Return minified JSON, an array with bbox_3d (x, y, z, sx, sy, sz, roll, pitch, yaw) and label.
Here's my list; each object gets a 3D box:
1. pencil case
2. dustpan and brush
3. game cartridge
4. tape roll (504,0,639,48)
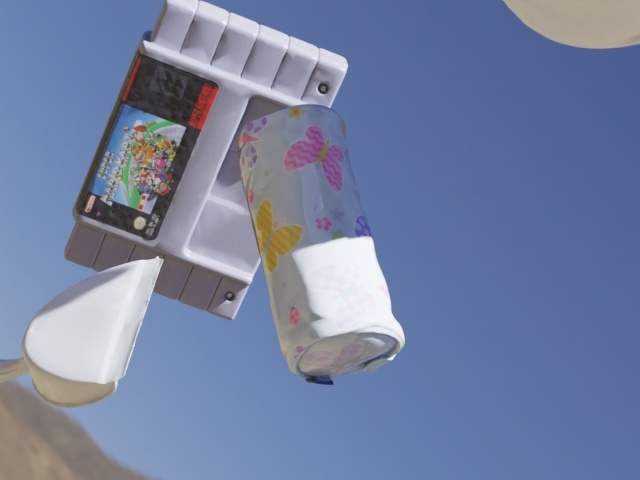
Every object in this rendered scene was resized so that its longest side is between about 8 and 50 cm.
[{"bbox_3d":[0.000,0.000,1.705,0.113,0.124,0.273,-42,-125,44],"label":"pencil case"},{"bbox_3d":[-0.234,0.096,1.528,0.211,0.147,0.060,-8,-46,24],"label":"dustpan and brush"},{"bbox_3d":[-0.141,-0.093,2.010,0.230,0.355,0.068,19,25,-13],"label":"game cartridge"},{"bbox_3d":[0.273,-0.318,1.581,0.286,0.100,0.286,12,-73,45],"label":"tape roll"}]
